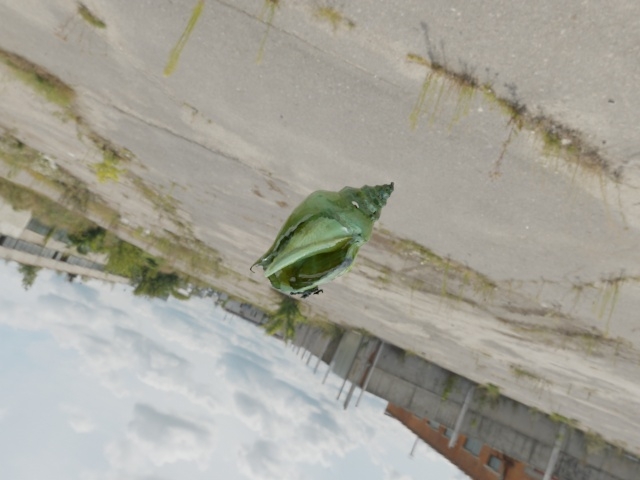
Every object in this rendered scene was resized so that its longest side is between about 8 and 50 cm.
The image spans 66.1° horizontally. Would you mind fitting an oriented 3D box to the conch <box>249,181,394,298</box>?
[{"bbox_3d":[0.002,-0.003,0.567,0.095,0.200,0.080,50,-152,20],"label":"conch"}]
